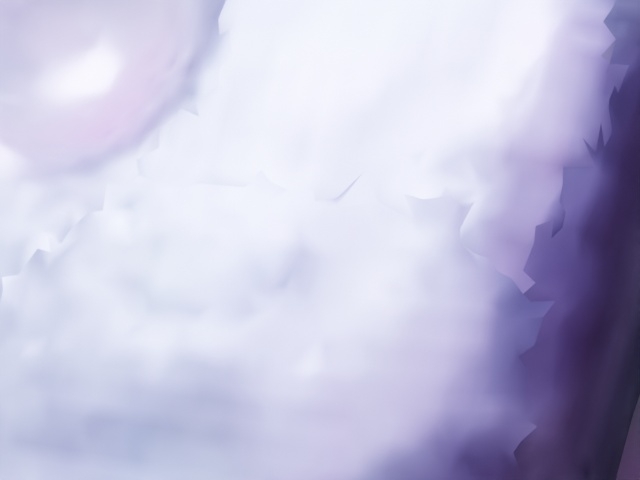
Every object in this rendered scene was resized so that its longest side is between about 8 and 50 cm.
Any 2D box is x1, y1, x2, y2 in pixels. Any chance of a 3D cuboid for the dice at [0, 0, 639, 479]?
[{"bbox_3d":[0.000,0.000,0.522,0.270,0.270,0.271,7,73,29],"label":"dice"}]
